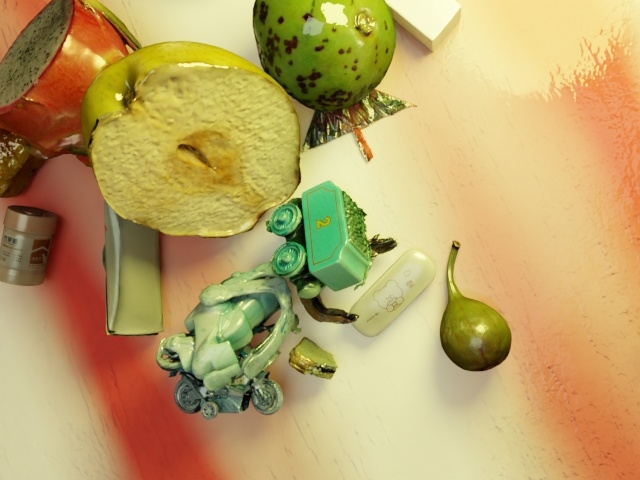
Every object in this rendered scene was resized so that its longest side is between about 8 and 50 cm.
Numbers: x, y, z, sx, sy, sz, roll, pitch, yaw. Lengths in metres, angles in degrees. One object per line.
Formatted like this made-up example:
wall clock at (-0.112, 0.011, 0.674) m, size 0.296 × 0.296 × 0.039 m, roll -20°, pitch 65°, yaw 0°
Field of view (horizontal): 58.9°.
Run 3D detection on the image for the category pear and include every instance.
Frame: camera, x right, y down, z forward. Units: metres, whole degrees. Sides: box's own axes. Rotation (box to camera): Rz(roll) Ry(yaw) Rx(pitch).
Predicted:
pear at (-0.218, -0.186, 0.974) m, size 0.340 × 0.386 × 0.191 m, roll -35°, pitch 55°, yaw 8°

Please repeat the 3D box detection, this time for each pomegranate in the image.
pomegranate at (-0.004, -0.350, 0.969) m, size 0.254 × 0.270 × 0.255 m, roll -9°, pitch 108°, yaw -28°

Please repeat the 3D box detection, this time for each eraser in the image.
eraser at (0.113, -0.466, 1.010) m, size 0.298 × 0.078 × 0.076 m, roll 42°, pitch 101°, yaw 7°

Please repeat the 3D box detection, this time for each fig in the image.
fig at (0.256, 0.115, 1.011) m, size 0.124 × 0.124 × 0.237 m, roll -19°, pitch 71°, yaw 13°

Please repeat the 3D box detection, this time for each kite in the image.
kite at (0.060, -0.239, 1.070) m, size 0.232 × 0.009 × 0.189 m, roll -24°, pitch 88°, yaw 13°

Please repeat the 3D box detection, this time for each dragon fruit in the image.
dragon fruit at (-0.446, -0.280, 1.054) m, size 0.305 × 0.225 × 0.306 m, roll -21°, pitch 52°, yaw 29°

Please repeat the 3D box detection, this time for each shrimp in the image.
shrimp at (0.052, 0.071, 1.047) m, size 0.219 × 0.046 × 0.152 m, roll -26°, pitch 62°, yaw 20°

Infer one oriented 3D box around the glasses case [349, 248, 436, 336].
glasses case at (0.133, 0.098, 1.056) m, size 0.074 × 0.049 × 0.193 m, roll 45°, pitch 100°, yaw 7°

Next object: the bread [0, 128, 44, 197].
bread at (-0.755, -0.258, 1.197) m, size 0.380 × 0.109 × 0.185 m, roll 38°, pitch 101°, yaw 9°

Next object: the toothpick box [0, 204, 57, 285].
toothpick box at (-0.617, 0.010, 1.188) m, size 0.098 × 0.098 × 0.149 m, roll 17°, pitch 98°, yaw 11°

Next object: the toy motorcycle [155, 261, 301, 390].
toy motorcycle at (-0.155, 0.157, 1.026) m, size 0.206 × 0.260 × 0.154 m, roll 17°, pitch 138°, yaw 34°

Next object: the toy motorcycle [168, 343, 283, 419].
toy motorcycle at (-0.191, 0.276, 1.120) m, size 0.254 × 0.092 × 0.136 m, roll -7°, pitch 83°, yaw 22°

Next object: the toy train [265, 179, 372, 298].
toy train at (0.000, 0.000, 1.012) m, size 0.162 × 0.112 × 0.203 m, roll -24°, pitch 54°, yaw 22°

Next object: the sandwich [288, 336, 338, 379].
sandwich at (-0.014, 0.228, 1.070) m, size 0.093 × 0.105 × 0.036 m, roll 33°, pitch 100°, yaw 12°

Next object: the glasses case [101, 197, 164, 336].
glasses case at (-0.379, 0.040, 1.125) m, size 0.083 × 0.128 × 0.308 m, roll 3°, pitch 95°, yaw 36°
